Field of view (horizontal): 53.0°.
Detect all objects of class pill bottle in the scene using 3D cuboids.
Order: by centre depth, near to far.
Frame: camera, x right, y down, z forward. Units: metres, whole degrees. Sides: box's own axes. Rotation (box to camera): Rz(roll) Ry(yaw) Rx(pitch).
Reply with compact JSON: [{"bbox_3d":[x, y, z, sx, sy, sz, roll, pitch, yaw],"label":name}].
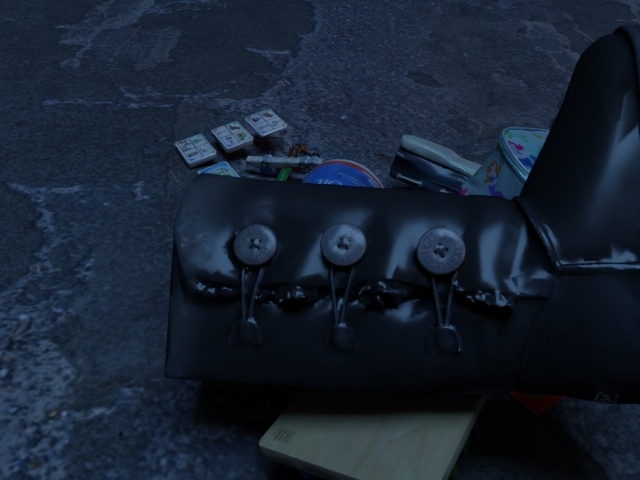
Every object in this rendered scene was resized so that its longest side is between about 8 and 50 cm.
[{"bbox_3d":[0.000,0.000,0.783,0.124,0.124,0.221,14,36,12],"label":"pill bottle"}]

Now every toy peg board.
[{"bbox_3d":[0.057,0.183,0.590,0.160,0.079,0.161,7,30,30],"label":"toy peg board"}]

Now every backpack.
[{"bbox_3d":[0.303,-0.035,0.761,0.225,0.191,0.253,-7,46,-40],"label":"backpack"}]

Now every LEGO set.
[{"bbox_3d":[-0.106,-0.119,1.027,0.182,0.060,0.244,-24,42,-18],"label":"LEGO set"}]

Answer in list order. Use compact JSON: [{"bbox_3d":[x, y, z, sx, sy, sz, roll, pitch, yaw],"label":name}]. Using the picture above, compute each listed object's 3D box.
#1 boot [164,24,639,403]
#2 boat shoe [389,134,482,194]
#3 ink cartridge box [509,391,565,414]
[{"bbox_3d":[0.089,-0.032,0.609,0.444,0.146,0.367,-1,62,18],"label":"boot"},{"bbox_3d":[0.217,-0.072,0.950,0.254,0.079,0.095,28,24,16],"label":"boat shoe"},{"bbox_3d":[0.228,0.101,0.740,0.145,0.045,0.179,-20,40,-30],"label":"ink cartridge box"}]
